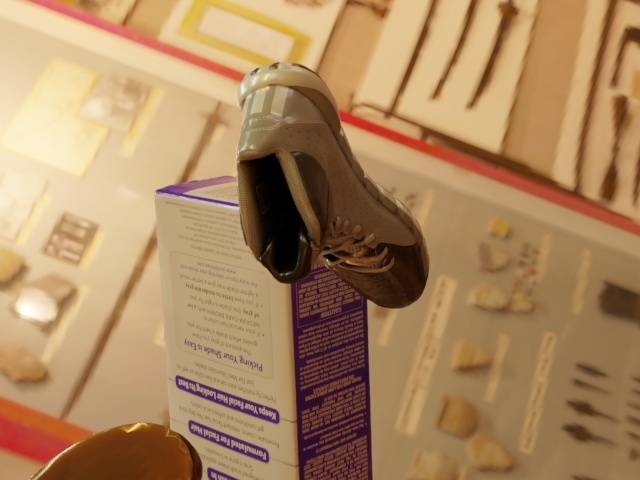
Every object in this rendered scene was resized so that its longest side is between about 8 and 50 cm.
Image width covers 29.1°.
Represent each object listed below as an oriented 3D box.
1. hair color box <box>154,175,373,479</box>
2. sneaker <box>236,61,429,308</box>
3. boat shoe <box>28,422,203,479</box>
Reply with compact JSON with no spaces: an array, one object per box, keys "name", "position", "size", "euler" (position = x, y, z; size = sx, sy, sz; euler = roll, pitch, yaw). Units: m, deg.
[{"name":"hair color box","position":[-0.052,0.119,1.156],"size":[0.110,0.185,0.338],"euler":[-13,-72,-43]},{"name":"sneaker","position":[0.000,0.000,0.848],"size":[0.086,0.228,0.132],"euler":[-18,37,26]},{"name":"boat shoe","position":[-0.149,0.177,0.693],"size":[0.207,0.073,0.073],"euler":[-36,-24,4]}]
